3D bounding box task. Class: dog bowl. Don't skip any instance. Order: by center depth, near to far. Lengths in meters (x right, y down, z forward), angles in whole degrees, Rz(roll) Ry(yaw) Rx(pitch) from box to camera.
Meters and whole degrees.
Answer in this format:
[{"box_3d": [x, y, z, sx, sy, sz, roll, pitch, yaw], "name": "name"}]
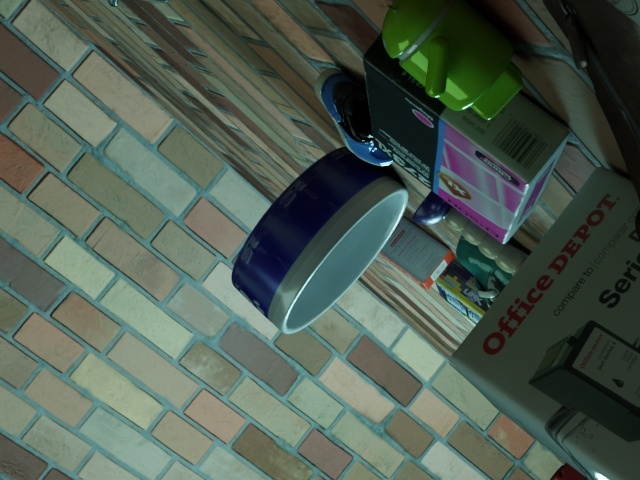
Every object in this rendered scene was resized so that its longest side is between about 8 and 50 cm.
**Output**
[{"box_3d": [0.000, 0.000, 1.657, 0.104, 0.265, 0.265, 40, 175, 14], "name": "dog bowl"}]

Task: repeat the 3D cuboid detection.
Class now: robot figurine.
[{"box_3d": [0.094, -0.141, 0.865, 0.115, 0.067, 0.101, 39, -155, -11], "name": "robot figurine"}]

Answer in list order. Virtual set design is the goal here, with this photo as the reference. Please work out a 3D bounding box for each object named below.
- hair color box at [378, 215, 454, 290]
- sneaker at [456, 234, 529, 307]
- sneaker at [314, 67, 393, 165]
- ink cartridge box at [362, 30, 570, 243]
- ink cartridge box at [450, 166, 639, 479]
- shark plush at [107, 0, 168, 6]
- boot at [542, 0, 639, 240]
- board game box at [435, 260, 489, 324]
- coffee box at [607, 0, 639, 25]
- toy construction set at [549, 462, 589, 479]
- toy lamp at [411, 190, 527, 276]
[{"box_3d": [0.134, 0.009, 1.870, 0.141, 0.072, 0.043, 38, 175, 23], "name": "hair color box"}, {"box_3d": [0.275, 0.112, 1.496, 0.302, 0.121, 0.108, 40, 175, -8], "name": "sneaker"}, {"box_3d": [0.057, -0.125, 1.326, 0.152, 0.058, 0.084, 52, 176, -39], "name": "sneaker"}, {"box_3d": [0.132, -0.088, 1.130, 0.176, 0.069, 0.371, 38, 177, 10], "name": "ink cartridge box"}, {"box_3d": [0.277, 0.104, 0.904, 0.289, 0.211, 0.121, 34, 174, 40], "name": "ink cartridge box"}, {"box_3d": [-0.248, -0.373, 1.526, 0.067, 0.073, 0.161, 15, 142, 27], "name": "shark plush"}, {"box_3d": [0.208, -0.076, 0.713, 0.207, 0.090, 0.248, 51, 176, -3], "name": "boot"}, {"box_3d": [0.272, 0.113, 1.941, 0.170, 0.048, 0.141, 38, 173, 17], "name": "board game box"}, {"box_3d": [0.121, -0.159, 0.346, 0.141, 0.098, 0.246, 39, 175, 2], "name": "coffee box"}, {"box_3d": [0.344, 0.141, 1.178, 0.257, 0.237, 0.309, 2, -137, -45], "name": "toy construction set"}, {"box_3d": [0.232, 0.034, 1.366, 0.275, 0.080, 0.080, 37, 175, 7], "name": "toy lamp"}]
